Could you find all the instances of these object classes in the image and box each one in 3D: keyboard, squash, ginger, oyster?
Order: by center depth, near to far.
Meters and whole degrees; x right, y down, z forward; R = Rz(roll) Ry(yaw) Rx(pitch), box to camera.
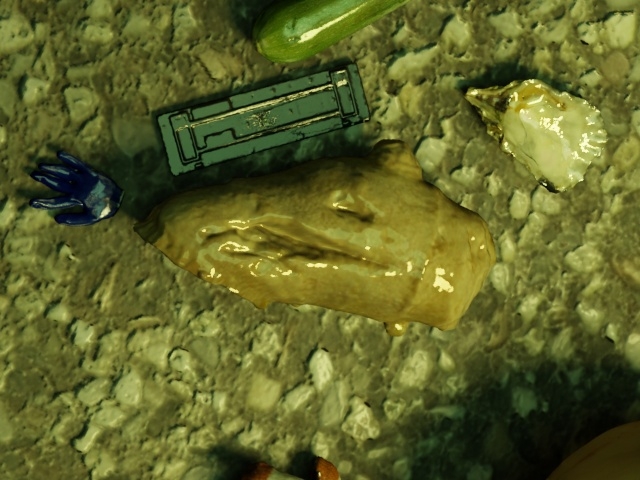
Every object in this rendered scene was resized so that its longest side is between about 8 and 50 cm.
[{"bbox_3d":[0.000,0.000,1.366,0.354,0.126,0.189,-1,102,-16],"label":"ginger"},{"bbox_3d":[0.036,-0.237,1.383,0.229,0.066,0.066,-31,103,-11],"label":"squash"},{"bbox_3d":[-0.053,-0.118,1.397,0.204,0.013,0.061,-17,100,-12],"label":"keyboard"},{"bbox_3d":[0.223,-0.104,1.455,0.146,0.045,0.121,-11,96,-21],"label":"oyster"}]

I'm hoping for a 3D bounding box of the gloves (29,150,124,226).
[{"bbox_3d":[-0.230,-0.044,1.351,0.086,0.026,0.064,27,91,-16],"label":"gloves"}]

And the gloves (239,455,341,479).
[{"bbox_3d":[0.000,0.306,1.400,0.140,0.131,0.218,-40,113,-10],"label":"gloves"}]

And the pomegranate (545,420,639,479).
[{"bbox_3d":[0.336,0.377,1.372,0.412,0.411,0.411,-2,96,-15],"label":"pomegranate"}]
